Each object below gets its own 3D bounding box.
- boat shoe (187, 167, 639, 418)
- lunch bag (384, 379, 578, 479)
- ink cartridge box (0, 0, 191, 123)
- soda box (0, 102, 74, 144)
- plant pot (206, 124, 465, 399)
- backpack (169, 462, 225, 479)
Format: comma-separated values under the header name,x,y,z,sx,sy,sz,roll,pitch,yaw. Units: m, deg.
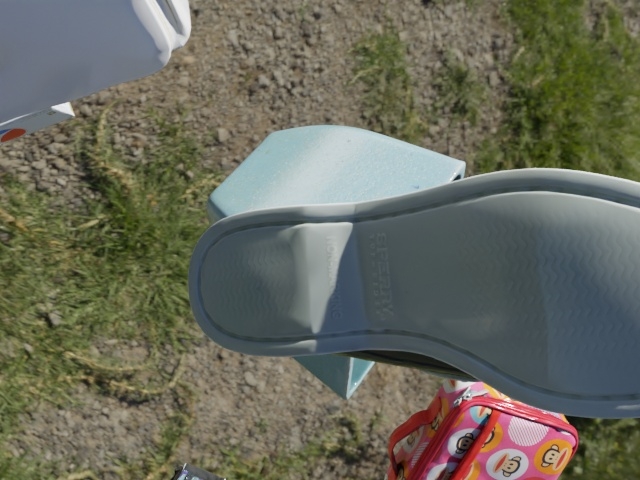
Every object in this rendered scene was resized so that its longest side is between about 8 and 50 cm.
name,x,y,z,sx,sy,sz,roll,pitch,yaw
boat shoe,0.075,0.020,0.385,0.091,0.303,0.114,0,96,-61
lunch bag,0.234,0.348,1.164,0.258,0.120,0.293,20,112,-13
ink cartridge box,-0.251,-0.257,0.449,0.160,0.279,0.384,63,11,-58
soda box,-0.396,-0.140,0.818,0.069,0.216,0.073,-5,75,-85
plant pot,0.000,0.000,0.930,0.247,0.252,0.247,-50,158,-28
backpack,-0.265,0.588,1.379,0.253,0.191,0.225,-45,153,-52
